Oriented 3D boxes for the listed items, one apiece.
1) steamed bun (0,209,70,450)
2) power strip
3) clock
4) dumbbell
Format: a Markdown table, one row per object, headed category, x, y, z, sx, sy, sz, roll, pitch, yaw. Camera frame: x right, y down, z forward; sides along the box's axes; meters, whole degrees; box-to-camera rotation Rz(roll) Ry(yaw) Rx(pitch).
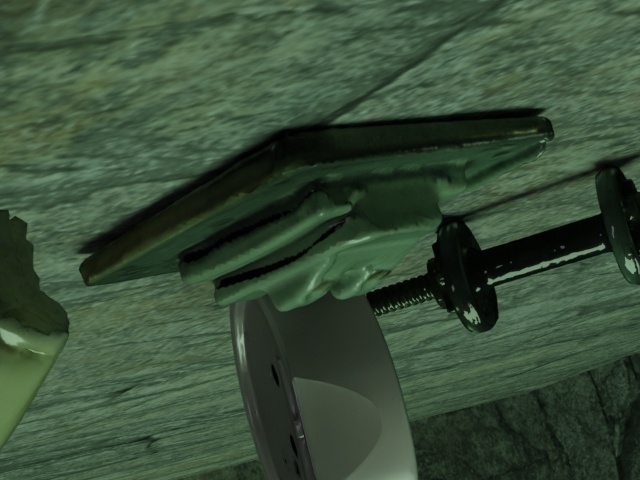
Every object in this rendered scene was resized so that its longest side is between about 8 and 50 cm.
| category | x | y | z | sx | sy | sz | roll | pitch | yaw |
| --- | --- | --- | --- | --- | --- | --- | --- | --- | --- |
| steamed bun | -0.223 | 0.025 | 0.512 | 0.200 | 0.170 | 0.225 | -49 | 145 | 9 |
| power strip | 0.000 | 0.000 | 0.927 | 0.198 | 0.065 | 0.213 | -10 | 168 | -40 |
| clock | 0.000 | 0.113 | 1.167 | 0.068 | 0.197 | 0.197 | -15 | 170 | -14 |
| dumbbell | 0.149 | 0.007 | 1.158 | 0.254 | 0.082 | 0.081 | -18 | 170 | 18 |
